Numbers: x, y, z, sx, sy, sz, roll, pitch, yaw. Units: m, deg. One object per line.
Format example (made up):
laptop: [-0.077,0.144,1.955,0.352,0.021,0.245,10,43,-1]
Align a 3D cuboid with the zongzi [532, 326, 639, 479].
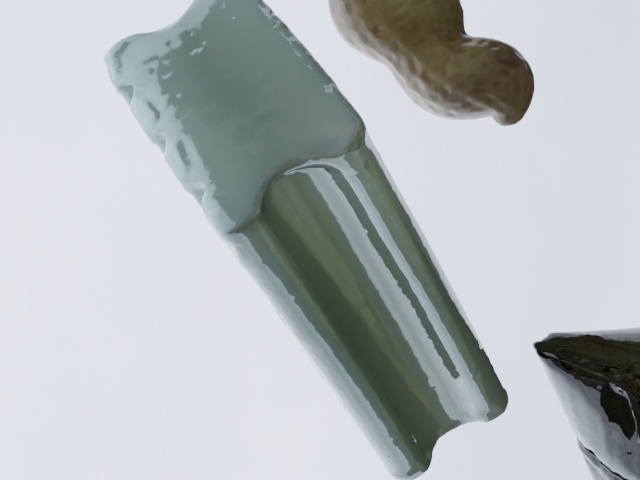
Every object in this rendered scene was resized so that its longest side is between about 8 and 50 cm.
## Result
zongzi: [0.306,0.246,1.032,0.383,0.319,0.362,77,-163,-56]

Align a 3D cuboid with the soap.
soap: [0.000,0.000,0.820,0.087,0.160,0.265,-36,-41,-3]

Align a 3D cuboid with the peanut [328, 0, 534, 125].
peanut: [0.098,-0.184,1.399,0.228,0.085,0.104,44,-81,7]
